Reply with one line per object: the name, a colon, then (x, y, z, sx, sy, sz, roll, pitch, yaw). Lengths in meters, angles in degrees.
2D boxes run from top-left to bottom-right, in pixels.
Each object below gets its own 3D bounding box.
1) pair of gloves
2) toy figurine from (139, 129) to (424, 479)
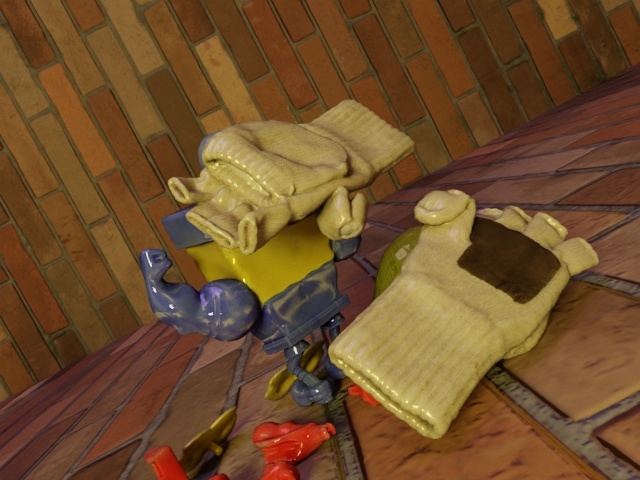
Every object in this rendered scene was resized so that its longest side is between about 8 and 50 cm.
pair of gloves: (0.040, -0.016, 0.397, 0.204, 0.240, 0.042, -27, -32, -40)
toy figurine: (0.000, 0.000, 0.465, 0.363, 0.217, 0.191, -32, 6, -35)
